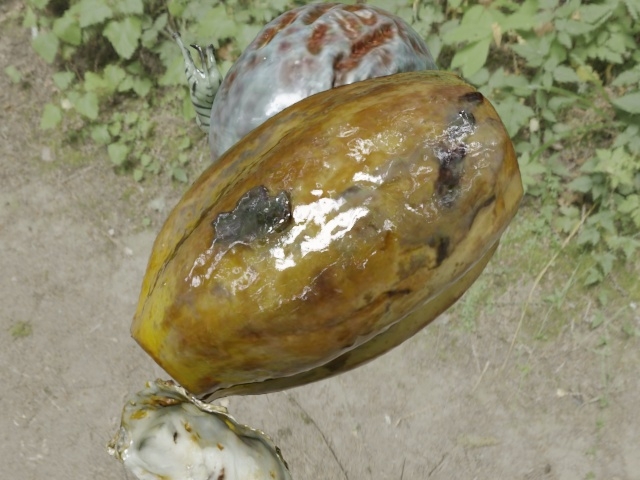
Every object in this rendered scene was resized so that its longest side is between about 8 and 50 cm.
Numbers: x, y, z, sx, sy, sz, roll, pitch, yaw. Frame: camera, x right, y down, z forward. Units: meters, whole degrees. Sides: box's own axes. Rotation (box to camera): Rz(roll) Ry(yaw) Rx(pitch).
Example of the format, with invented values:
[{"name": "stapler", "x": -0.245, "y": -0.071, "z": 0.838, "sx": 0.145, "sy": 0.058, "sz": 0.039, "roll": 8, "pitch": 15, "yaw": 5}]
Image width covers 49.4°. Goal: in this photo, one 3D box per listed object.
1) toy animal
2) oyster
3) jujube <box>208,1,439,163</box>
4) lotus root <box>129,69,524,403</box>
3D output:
[{"name": "toy animal", "x": -0.179, "y": -0.227, "z": 1.166, "sx": 0.074, "sy": 0.216, "sz": 0.176, "roll": -21, "pitch": 53, "yaw": -7}, {"name": "oyster", "x": -0.187, "y": 0.290, "z": 1.023, "sx": 0.396, "sy": 0.204, "sz": 0.111, "roll": 13, "pitch": 16, "yaw": 32}, {"name": "jujube", "x": 0.004, "y": -0.134, "z": 0.771, "sx": 0.216, "sy": 0.246, "sz": 0.308, "roll": 12, "pitch": 23, "yaw": 23}, {"name": "lotus root", "x": 0.004, "y": 0.006, "z": 0.477, "sx": 0.291, "sy": 0.193, "sz": 0.193, "roll": -31, "pitch": 62, "yaw": -1}]
